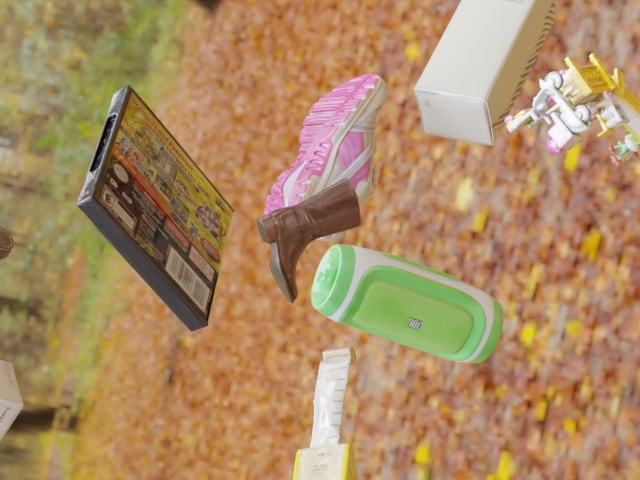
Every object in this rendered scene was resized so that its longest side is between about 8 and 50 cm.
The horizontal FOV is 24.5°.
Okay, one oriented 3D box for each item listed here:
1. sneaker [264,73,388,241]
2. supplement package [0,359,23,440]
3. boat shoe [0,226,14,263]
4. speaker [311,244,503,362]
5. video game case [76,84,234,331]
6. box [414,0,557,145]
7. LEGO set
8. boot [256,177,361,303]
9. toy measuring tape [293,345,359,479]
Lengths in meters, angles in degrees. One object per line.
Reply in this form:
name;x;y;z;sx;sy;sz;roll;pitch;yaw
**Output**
sneaker;0.028;-0.107;1.987;0.103;0.111;0.252;16;74;58
supplement package;-0.511;0.207;1.991;0.105;0.179;0.105;-56;34;15
boat shoe;-0.482;-0.025;2.019;0.073;0.223;0.080;-41;63;10
speaker;0.140;0.103;2.356;0.131;0.296;0.131;-55;24;39
video game case;-0.229;-0.046;2.106;0.035;0.275;0.248;-20;37;26
box;0.237;-0.267;2.072;0.275;0.113;0.094;-60;-30;-31
LEGO set;0.304;-0.121;1.646;0.107;0.287;0.132;-38;58;28
boot;0.000;0.000;1.531;0.037;0.114;0.106;35;145;59
toy measuring tape;0.019;0.275;1.652;0.330;0.121;0.121;-82;11;-45
